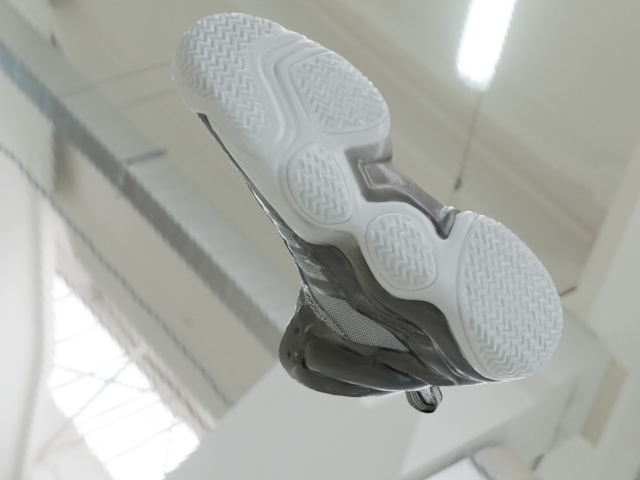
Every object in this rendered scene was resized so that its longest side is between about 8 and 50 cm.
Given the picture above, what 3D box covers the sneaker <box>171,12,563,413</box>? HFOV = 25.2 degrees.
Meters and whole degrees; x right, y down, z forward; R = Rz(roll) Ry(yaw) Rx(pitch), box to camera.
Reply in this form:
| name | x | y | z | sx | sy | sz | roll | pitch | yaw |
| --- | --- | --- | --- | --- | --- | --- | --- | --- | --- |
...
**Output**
| name | x | y | z | sx | sy | sz | roll | pitch | yaw |
| --- | --- | --- | --- | --- | --- | --- | --- | --- | --- |
| sneaker | 0.000 | 0.000 | 0.824 | 0.268 | 0.101 | 0.153 | 43 | -40 | -4 |
